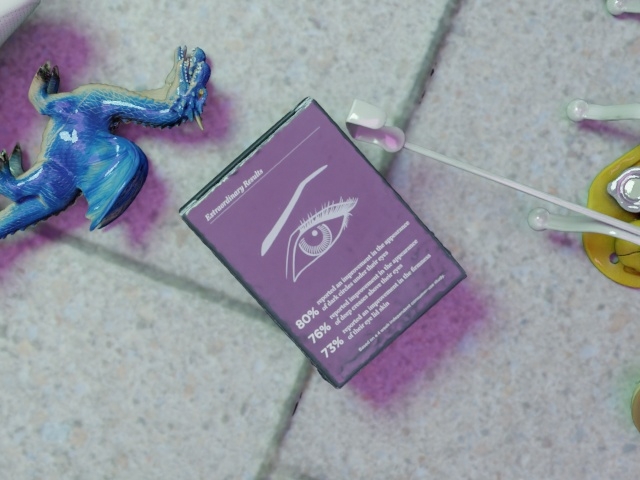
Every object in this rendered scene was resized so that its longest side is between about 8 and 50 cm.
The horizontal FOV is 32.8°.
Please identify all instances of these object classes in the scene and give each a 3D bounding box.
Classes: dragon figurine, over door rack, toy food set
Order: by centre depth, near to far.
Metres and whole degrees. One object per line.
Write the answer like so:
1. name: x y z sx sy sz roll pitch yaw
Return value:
1. over door rack: 0.203 -0.139 0.941 0.324 0.108 0.239 23 81 -8
2. dragon figurine: -0.202 -0.059 0.944 0.144 0.085 0.289 28 90 -5
3. toy food set: 0.345 -0.042 0.996 0.218 0.071 0.128 -35 96 -2

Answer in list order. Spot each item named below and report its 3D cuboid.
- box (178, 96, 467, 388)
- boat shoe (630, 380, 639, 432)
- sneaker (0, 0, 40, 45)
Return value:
1. box: 0.000 0.000 0.953 0.153 0.108 0.207 -41 95 -1
2. boat shoe: 0.427 0.149 1.017 0.285 0.089 0.104 4 119 -2
3. sneaker: -0.312 -0.090 0.881 0.292 0.108 0.169 -33 97 10
